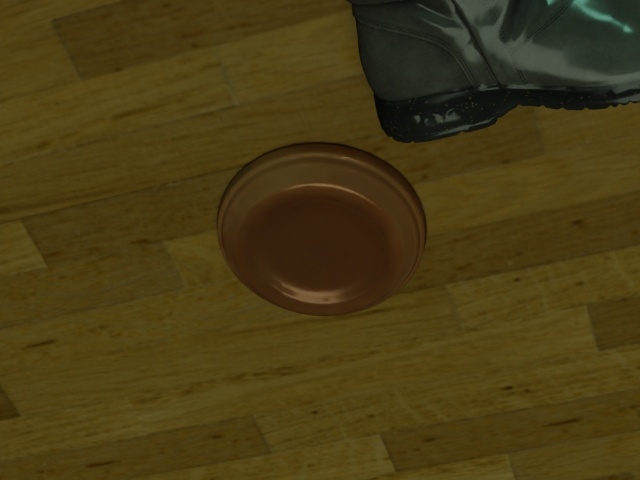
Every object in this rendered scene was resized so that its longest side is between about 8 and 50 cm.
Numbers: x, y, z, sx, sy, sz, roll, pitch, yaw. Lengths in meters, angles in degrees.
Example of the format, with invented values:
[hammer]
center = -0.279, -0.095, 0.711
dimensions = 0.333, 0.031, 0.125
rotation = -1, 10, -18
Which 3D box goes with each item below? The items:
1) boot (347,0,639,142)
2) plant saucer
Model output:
[boot]
center = 0.168, -0.213, 0.969
dimensions = 0.338, 0.118, 0.222
rotation = -15, 120, 11
[plant saucer]
center = 0.000, 0.000, 1.195
dimensions = 0.200, 0.037, 0.200
rotation = 2, 129, 3
